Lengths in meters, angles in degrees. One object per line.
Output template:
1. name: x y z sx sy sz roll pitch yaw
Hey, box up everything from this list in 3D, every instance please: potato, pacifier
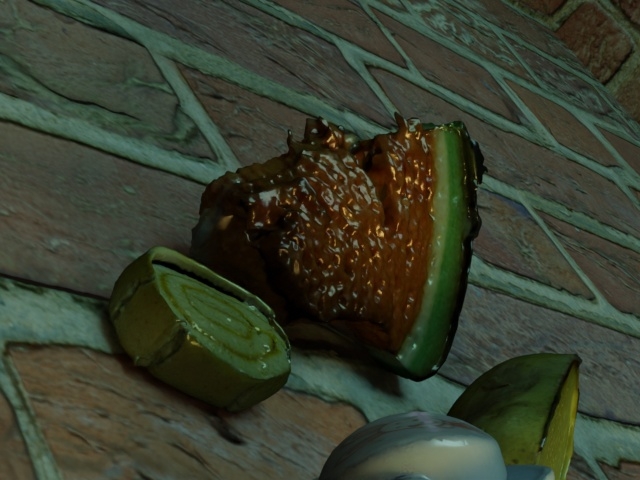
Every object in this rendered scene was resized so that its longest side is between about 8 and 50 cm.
1. potato: 0.153 0.183 1.263 0.111 0.160 0.272 7 23 18
2. pacifier: 0.066 0.234 0.970 0.287 0.238 0.226 142 -69 -85

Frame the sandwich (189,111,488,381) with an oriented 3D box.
1. sandwich: 0.000 0.000 1.344 0.301 0.250 0.162 7 -5 -43

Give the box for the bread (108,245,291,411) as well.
1. bread: -0.091 0.073 1.139 0.156 0.064 0.117 33 26 -24
